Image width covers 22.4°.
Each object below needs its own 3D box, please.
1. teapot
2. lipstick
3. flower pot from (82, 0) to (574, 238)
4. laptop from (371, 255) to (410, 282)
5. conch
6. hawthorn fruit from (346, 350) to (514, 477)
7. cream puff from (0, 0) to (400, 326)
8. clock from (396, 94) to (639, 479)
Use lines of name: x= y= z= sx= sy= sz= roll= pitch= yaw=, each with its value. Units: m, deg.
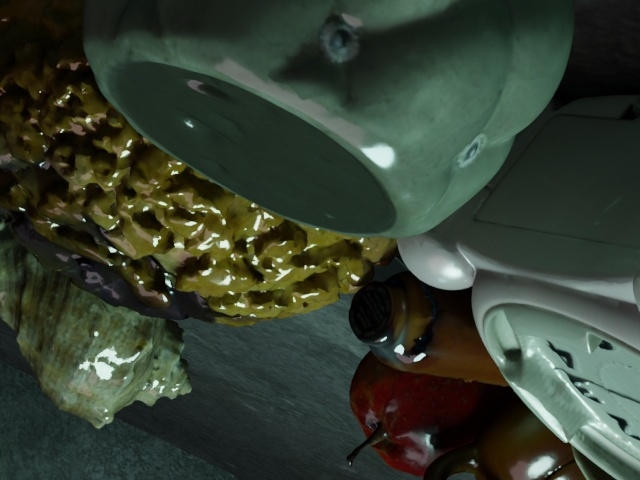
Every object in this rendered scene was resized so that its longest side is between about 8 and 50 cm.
teapot: x=0.219 y=0.213 z=1.521 sx=0.178 sy=0.252 sz=0.135 roll=92 pitch=157 yaw=-43
lipstick: x=0.171 y=0.082 z=1.209 sx=0.077 sy=0.077 sz=0.418 roll=10 pitch=177 yaw=43
flower pot: x=0.007 y=-0.126 z=0.809 sx=0.246 sy=0.195 sz=0.246 roll=24 pitch=165 yaw=7
laptop: x=0.000 y=0.000 z=1.538 sx=0.197 sy=0.016 sz=0.135 roll=7 pitch=155 yaw=44
conch: x=-0.265 y=0.034 z=1.730 sx=0.352 sy=0.210 sz=0.297 roll=56 pitch=162 yaw=-2
hawthorn fruit: x=0.097 y=0.167 z=1.599 sx=0.157 sy=0.194 sz=0.157 roll=31 pitch=138 yaw=32
cream puff: x=-0.091 y=-0.062 z=1.094 sx=0.327 sy=0.231 sz=0.343 roll=18 pitch=163 yaw=11
clock: x=0.243 y=0.073 z=0.992 sx=0.326 sy=0.184 sz=0.342 roll=53 pitch=166 yaw=-25
